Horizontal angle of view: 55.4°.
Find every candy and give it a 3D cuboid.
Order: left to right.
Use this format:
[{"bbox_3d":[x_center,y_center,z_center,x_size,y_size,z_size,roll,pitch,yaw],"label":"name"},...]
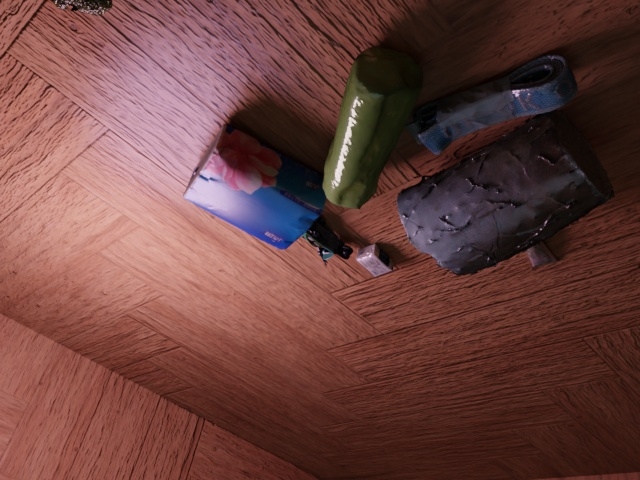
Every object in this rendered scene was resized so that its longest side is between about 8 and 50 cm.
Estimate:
[{"bbox_3d":[0.089,-0.199,1.154,0.132,0.142,0.343,4,145,-9],"label":"candy"}]

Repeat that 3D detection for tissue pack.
[{"bbox_3d":[-0.144,-0.106,1.345,0.269,0.137,0.209,28,142,-20],"label":"tissue pack"},{"bbox_3d":[0.138,0.050,1.540,0.062,0.042,0.083,-22,131,40],"label":"tissue pack"}]

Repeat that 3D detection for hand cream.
[{"bbox_3d":[0.502,0.022,1.406,0.061,0.039,0.143,-19,142,27],"label":"hand cream"}]

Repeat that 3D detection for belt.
[{"bbox_3d":[0.294,-0.236,1.081,0.302,0.087,0.072,-17,141,34],"label":"belt"}]

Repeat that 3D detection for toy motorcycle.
[{"bbox_3d":[0.000,0.000,1.509,0.173,0.058,0.100,37,145,-26],"label":"toy motorcycle"}]

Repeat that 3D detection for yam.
[{"bbox_3d":[0.350,-0.087,1.160,0.241,0.241,0.348,34,136,-26],"label":"yam"}]

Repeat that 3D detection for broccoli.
[{"bbox_3d":[-0.390,-0.441,1.014,0.130,0.131,0.120,0,-178,-3],"label":"broccoli"}]
